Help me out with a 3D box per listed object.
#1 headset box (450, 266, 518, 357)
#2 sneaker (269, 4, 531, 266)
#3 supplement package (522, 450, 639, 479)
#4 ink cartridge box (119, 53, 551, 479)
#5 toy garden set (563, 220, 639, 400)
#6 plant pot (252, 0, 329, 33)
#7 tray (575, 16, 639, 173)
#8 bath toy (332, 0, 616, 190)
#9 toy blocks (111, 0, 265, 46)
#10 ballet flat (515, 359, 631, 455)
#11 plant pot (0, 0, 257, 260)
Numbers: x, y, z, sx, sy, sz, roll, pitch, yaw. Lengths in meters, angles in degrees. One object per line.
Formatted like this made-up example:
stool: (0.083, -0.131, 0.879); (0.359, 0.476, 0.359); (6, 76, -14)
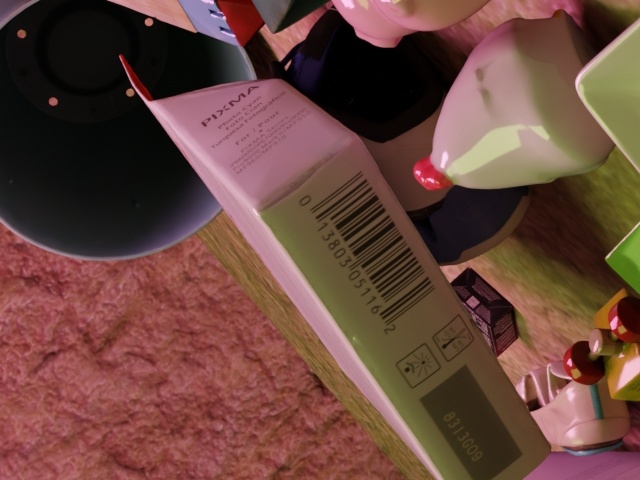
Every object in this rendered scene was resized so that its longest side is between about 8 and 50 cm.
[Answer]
headset box: (0.157, 0.072, 1.512); (0.062, 0.032, 0.083); (44, 170, 28)
sneaker: (0.019, -0.108, 1.218); (0.315, 0.127, 0.182); (22, 149, 54)
supplement package: (0.209, 0.298, 1.401); (0.293, 0.177, 0.175); (-13, 96, 62)
ink cartridge box: (0.000, 0.000, 1.215); (0.308, 0.091, 0.385); (55, 176, -30)
toy garden set: (0.266, 0.080, 0.892); (0.244, 0.049, 0.204); (45, 142, 9)
plant pot: (-0.011, -0.246, 0.686); (0.234, 0.165, 0.165); (55, 170, 0)
tray: (0.206, -0.067, 0.527); (0.145, 0.030, 0.270); (51, 145, 4)
bath toy: (0.034, -0.166, 0.876); (0.348, 0.129, 0.151); (52, -157, -15)
toy blocks: (-0.123, -0.277, 1.075); (0.261, 0.191, 0.381); (25, 156, 39)
ballet flat: (0.222, 0.150, 1.442); (0.086, 0.086, 0.248); (49, 168, -2)
plant pot: (-0.225, -0.160, 1.601); (0.293, 0.293, 0.235); (54, -176, -29)
